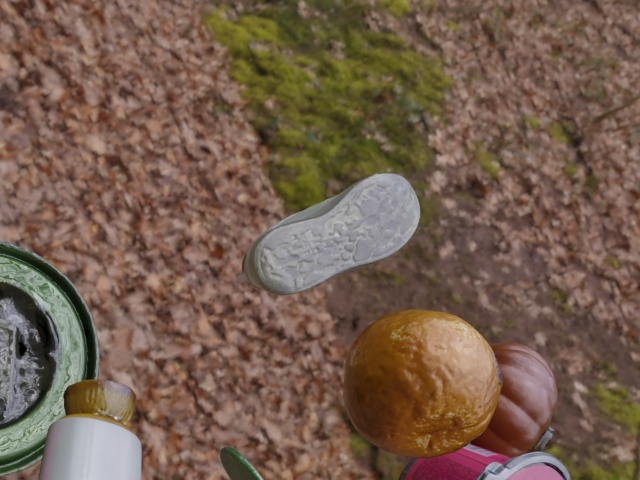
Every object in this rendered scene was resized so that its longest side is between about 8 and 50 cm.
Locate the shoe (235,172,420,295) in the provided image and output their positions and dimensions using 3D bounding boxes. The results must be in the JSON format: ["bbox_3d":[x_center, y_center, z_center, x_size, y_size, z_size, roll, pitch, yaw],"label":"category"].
[{"bbox_3d":[0.000,0.000,1.468,0.159,0.316,0.124,-20,-87,56],"label":"shoe"}]

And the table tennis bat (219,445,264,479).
[{"bbox_3d":[-0.093,0.460,1.664,0.257,0.039,0.160,58,-24,-5],"label":"table tennis bat"}]

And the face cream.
[{"bbox_3d":[-0.141,0.173,0.581,0.072,0.051,0.182,40,37,-44],"label":"face cream"}]

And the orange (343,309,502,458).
[{"bbox_3d":[0.111,0.157,1.067,0.177,0.177,0.155,53,20,-57],"label":"orange"}]

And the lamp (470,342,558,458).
[{"bbox_3d":[0.284,0.269,1.567,0.196,0.223,0.223,40,13,-3],"label":"lamp"}]

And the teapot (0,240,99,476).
[{"bbox_3d":[-0.386,0.138,0.909,0.270,0.337,0.200,5,71,-31],"label":"teapot"}]

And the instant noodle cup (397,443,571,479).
[{"bbox_3d":[0.218,0.399,1.394,0.181,0.258,0.302,18,-43,48],"label":"instant noodle cup"}]
